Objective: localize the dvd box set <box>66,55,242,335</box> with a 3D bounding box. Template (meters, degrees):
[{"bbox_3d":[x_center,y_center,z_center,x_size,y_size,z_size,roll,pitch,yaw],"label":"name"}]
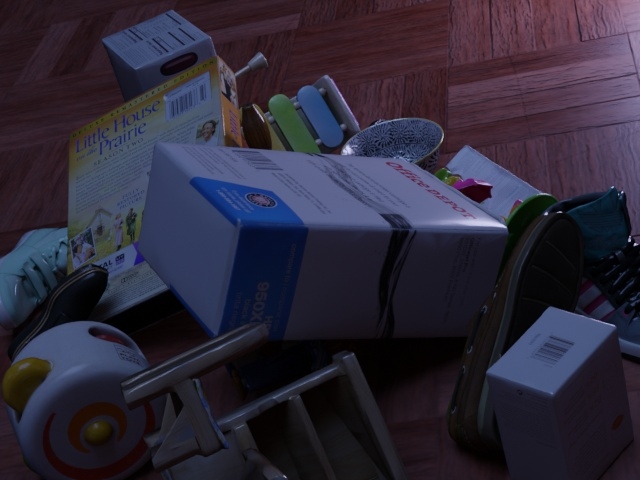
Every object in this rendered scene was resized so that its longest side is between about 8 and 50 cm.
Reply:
[{"bbox_3d":[-0.256,-0.062,2.025,0.307,0.062,0.420,-25,48,19],"label":"dvd box set"}]

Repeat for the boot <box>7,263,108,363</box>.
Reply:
[{"bbox_3d":[-0.346,0.144,1.864,0.198,0.077,0.137,-51,51,15],"label":"boot"}]

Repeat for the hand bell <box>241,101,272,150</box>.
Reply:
[{"bbox_3d":[-0.077,-0.105,2.038,0.126,0.242,0.126,-12,30,7],"label":"hand bell"}]

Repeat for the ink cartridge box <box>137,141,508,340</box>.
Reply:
[{"bbox_3d":[0.000,0.000,1.718,0.394,0.166,0.285,1,22,-29],"label":"ink cartridge box"}]

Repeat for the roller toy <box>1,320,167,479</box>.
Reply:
[{"bbox_3d":[-0.298,0.211,1.680,0.191,0.209,0.146,-19,31,-16],"label":"roller toy"}]

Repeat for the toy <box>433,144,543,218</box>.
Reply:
[{"bbox_3d":[0.257,-0.027,1.912,0.237,0.056,0.137,38,76,30],"label":"toy"}]

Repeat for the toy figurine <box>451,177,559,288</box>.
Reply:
[{"bbox_3d":[0.225,-0.014,1.833,0.159,0.130,0.173,32,94,42],"label":"toy figurine"}]

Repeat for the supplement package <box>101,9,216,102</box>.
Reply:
[{"bbox_3d":[-0.253,-0.239,2.317,0.145,0.262,0.204,-26,31,-14],"label":"supplement package"}]

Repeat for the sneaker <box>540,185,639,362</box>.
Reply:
[{"bbox_3d":[0.375,0.027,1.667,0.123,0.178,0.295,-29,35,-19],"label":"sneaker"}]

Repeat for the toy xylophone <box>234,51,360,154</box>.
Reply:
[{"bbox_3d":[-0.111,-0.172,2.187,0.322,0.236,0.081,-39,1,-13],"label":"toy xylophone"}]

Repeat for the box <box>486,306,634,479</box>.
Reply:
[{"bbox_3d":[0.271,0.185,1.472,0.091,0.171,0.130,17,44,41],"label":"box"}]

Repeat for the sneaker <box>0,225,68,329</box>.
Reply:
[{"bbox_3d":[-0.431,0.042,2.110,0.151,0.094,0.256,-14,28,16],"label":"sneaker"}]

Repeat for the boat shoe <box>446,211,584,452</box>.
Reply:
[{"bbox_3d":[0.225,0.104,1.588,0.104,0.110,0.307,-4,58,53],"label":"boat shoe"}]

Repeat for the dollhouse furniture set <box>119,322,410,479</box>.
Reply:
[{"bbox_3d":[-0.018,0.253,1.349,0.256,0.362,0.394,-25,2,-10],"label":"dollhouse furniture set"}]

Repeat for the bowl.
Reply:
[{"bbox_3d":[0.123,-0.123,2.127,0.170,0.080,0.170,-12,31,7],"label":"bowl"}]

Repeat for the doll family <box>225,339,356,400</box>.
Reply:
[{"bbox_3d":[-0.042,0.147,1.736,0.163,0.118,0.263,-21,31,-7],"label":"doll family"}]

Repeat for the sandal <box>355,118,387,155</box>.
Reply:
[{"bbox_3d":[0.070,-0.144,2.207,0.040,0.067,0.179,-4,34,41],"label":"sandal"}]
